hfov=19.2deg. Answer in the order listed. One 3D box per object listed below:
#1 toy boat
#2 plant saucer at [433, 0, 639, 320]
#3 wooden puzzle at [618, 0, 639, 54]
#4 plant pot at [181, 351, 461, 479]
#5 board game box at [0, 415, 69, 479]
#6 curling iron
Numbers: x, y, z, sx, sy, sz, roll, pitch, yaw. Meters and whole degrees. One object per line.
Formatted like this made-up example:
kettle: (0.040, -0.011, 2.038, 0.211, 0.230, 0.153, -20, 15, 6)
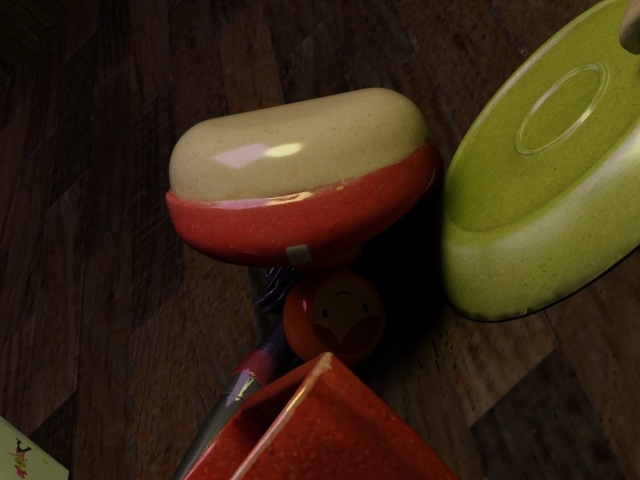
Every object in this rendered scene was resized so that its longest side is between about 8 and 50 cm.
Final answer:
toy boat: (0.000, 0.000, 1.085, 0.151, 0.151, 0.231, -11, -3, 7)
plant saucer: (0.142, -0.062, 1.034, 0.241, 0.037, 0.241, -41, 21, 20)
wooden puzzle: (0.246, -0.223, 0.955, 0.239, 0.044, 0.221, -49, 12, 49)
plant pot: (-0.001, 0.211, 0.467, 0.267, 0.235, 0.267, -52, 1, -9)
board game box: (-0.359, 0.213, 1.317, 0.303, 0.224, 0.097, -43, 18, 15)
curling iron: (-0.046, 0.094, 1.149, 0.068, 0.035, 0.274, -32, 24, 49)
